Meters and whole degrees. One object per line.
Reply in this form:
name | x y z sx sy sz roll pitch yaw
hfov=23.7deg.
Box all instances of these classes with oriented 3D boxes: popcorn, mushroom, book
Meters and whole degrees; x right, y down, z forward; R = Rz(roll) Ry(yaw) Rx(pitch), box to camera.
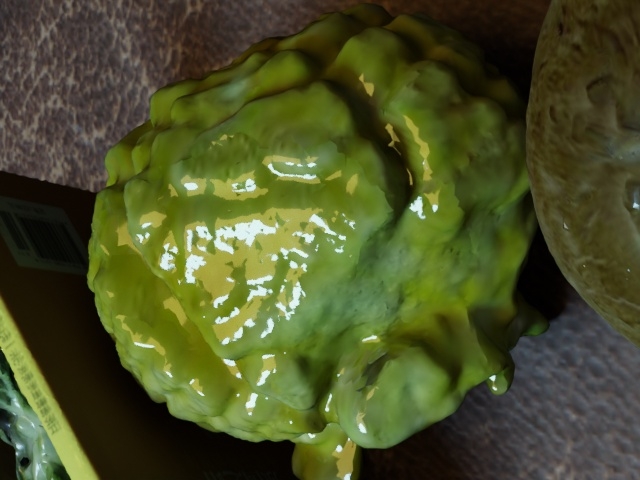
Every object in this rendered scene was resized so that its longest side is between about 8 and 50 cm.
popcorn | 0.000 0.000 0.851 0.257 0.224 0.270 20 99 28
mushroom | 0.210 -0.047 0.683 0.278 0.146 0.278 13 110 38
book | -0.076 0.111 0.920 0.028 0.262 0.374 -41 65 18

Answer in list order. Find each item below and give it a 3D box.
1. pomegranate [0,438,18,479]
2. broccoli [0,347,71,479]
pomegranate | -0.293 0.257 1.191 0.233 0.233 0.233 8 102 44
broccoli | -0.168 0.157 1.113 0.145 0.165 0.304 -11 101 39
